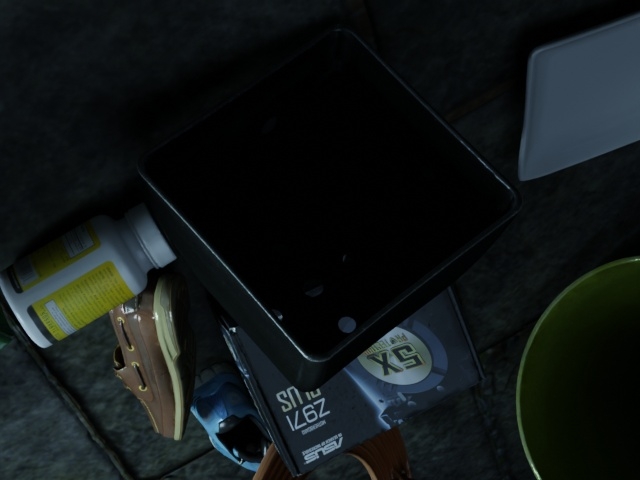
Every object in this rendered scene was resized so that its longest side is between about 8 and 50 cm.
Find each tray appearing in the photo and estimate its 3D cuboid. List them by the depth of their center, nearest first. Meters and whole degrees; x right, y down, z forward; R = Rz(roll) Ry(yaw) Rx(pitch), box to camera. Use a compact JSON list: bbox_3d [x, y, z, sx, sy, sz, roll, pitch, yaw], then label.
[{"bbox_3d":[0.277,-0.148,1.181,0.270,0.030,0.145,-21,141,-15],"label":"tray"}]

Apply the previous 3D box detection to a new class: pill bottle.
[{"bbox_3d":[-0.164,0.022,1.029,0.116,0.065,0.065,-30,141,-2],"label":"pill bottle"}]

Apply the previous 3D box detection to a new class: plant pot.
[{"bbox_3d":[0.000,0.000,1.014,0.188,0.187,0.167,-36,161,-22],"label":"plant pot"},{"bbox_3d":[0.379,0.155,1.414,0.275,0.275,0.293,-50,154,21],"label":"plant pot"}]

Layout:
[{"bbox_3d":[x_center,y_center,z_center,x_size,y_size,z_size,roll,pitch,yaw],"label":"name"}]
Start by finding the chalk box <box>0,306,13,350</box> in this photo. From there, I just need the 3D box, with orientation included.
[{"bbox_3d":[-0.321,0.026,0.874,0.132,0.132,0.213,-43,142,13],"label":"chalk box"}]

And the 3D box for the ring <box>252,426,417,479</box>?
[{"bbox_3d":[0.015,0.302,1.300,0.336,0.032,0.336,-16,108,-58],"label":"ring"}]

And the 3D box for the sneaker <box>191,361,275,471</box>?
[{"bbox_3d":[-0.066,0.173,1.250,0.063,0.073,0.162,-35,142,2],"label":"sneaker"}]

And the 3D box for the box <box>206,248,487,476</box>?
[{"bbox_3d":[0.022,0.079,1.165,0.180,0.077,0.147,-26,115,-8],"label":"box"}]

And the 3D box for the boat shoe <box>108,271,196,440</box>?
[{"bbox_3d":[-0.132,0.091,1.137,0.060,0.064,0.178,3,136,5],"label":"boat shoe"}]
